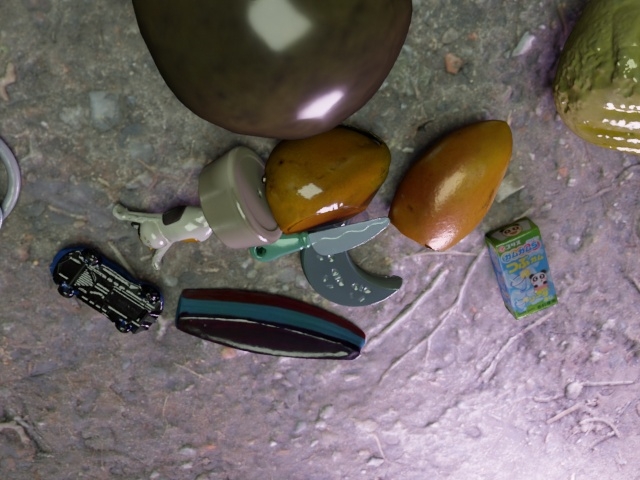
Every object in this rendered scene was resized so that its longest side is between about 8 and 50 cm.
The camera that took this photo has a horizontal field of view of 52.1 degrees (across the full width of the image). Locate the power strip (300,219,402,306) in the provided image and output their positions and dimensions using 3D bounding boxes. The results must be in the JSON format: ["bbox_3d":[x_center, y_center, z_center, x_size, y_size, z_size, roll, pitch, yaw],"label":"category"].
[{"bbox_3d":[0.042,0.028,1.259,0.168,0.054,0.253,-30,117,5],"label":"power strip"}]

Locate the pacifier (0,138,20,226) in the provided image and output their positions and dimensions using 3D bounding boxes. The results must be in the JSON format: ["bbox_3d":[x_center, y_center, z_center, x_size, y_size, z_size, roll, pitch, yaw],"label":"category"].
[{"bbox_3d":[-0.592,-0.067,1.021,0.238,0.226,0.287,-2,118,-29],"label":"pacifier"}]

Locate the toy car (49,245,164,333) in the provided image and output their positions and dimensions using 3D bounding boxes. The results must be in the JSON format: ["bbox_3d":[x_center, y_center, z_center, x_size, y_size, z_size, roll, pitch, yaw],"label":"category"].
[{"bbox_3d":[-0.392,0.086,1.210,0.216,0.063,0.103,37,104,-17],"label":"toy car"}]

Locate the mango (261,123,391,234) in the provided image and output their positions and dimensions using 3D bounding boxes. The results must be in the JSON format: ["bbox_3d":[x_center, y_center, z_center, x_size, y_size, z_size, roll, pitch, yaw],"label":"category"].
[{"bbox_3d":[0.013,-0.120,1.128,0.236,0.136,0.166,-14,81,-23],"label":"mango"}]

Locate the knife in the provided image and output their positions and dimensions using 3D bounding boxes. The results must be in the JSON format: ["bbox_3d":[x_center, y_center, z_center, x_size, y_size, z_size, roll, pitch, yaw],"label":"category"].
[{"bbox_3d":[0.000,0.001,1.195,0.260,0.034,0.063,-8,114,2],"label":"knife"}]

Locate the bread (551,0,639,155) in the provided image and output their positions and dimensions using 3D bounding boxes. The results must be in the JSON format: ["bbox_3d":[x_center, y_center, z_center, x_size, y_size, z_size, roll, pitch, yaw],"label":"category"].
[{"bbox_3d":[0.549,-0.264,1.068,0.321,0.320,0.237,9,94,-13],"label":"bread"}]

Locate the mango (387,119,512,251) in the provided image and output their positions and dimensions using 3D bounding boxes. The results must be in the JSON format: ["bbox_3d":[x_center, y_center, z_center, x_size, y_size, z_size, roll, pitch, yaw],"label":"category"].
[{"bbox_3d":[0.246,-0.108,1.183,0.187,0.138,0.257,14,118,-28],"label":"mango"}]

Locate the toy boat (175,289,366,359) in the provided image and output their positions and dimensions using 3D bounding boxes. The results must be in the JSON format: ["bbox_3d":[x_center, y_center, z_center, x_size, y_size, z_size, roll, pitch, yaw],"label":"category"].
[{"bbox_3d":[-0.091,0.179,1.302,0.392,0.079,0.136,12,114,-11],"label":"toy boat"}]

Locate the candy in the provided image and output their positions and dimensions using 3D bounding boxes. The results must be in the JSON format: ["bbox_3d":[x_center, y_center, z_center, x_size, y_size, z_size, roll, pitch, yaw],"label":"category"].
[{"bbox_3d":[0.408,0.059,1.329,0.097,0.062,0.194,-23,115,2],"label":"candy"}]

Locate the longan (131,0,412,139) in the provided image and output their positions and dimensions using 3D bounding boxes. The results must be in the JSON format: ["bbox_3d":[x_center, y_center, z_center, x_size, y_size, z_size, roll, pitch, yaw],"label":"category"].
[{"bbox_3d":[-0.067,-0.337,0.912,0.405,0.336,0.404,0,108,1],"label":"longan"}]

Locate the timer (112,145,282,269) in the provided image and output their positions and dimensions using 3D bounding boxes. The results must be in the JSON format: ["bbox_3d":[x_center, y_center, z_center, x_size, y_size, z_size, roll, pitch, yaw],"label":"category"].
[{"bbox_3d":[-0.219,-0.040,1.152,0.266,0.175,0.175,-19,118,20],"label":"timer"}]
